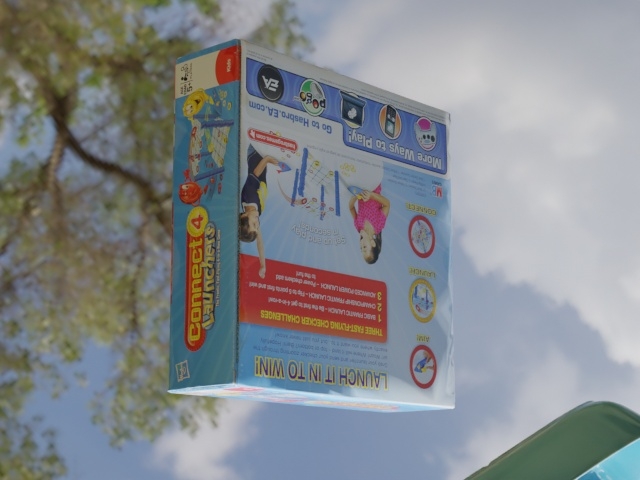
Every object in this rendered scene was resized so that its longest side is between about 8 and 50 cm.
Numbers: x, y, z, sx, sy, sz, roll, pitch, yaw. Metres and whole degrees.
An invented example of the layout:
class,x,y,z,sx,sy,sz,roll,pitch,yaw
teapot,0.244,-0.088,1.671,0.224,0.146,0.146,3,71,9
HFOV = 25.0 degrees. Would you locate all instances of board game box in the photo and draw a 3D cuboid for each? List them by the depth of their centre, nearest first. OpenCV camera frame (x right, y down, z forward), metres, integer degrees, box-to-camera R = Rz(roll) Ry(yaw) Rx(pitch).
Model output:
class,x,y,z,sx,sy,sz,roll,pitch,yaw
board game box,0.000,0.000,1.344,0.086,0.308,0.302,-10,-105,41

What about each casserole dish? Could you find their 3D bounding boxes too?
class,x,y,z,sx,sy,sz,roll,pitch,yaw
casserole dish,0.086,0.137,0.688,0.188,0.114,0.037,-31,-119,-17
